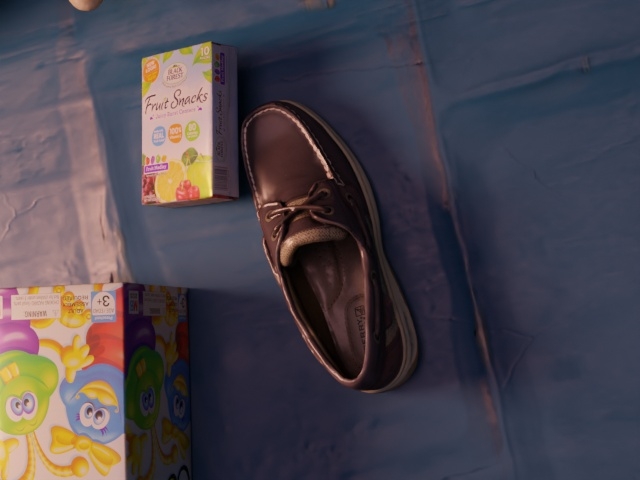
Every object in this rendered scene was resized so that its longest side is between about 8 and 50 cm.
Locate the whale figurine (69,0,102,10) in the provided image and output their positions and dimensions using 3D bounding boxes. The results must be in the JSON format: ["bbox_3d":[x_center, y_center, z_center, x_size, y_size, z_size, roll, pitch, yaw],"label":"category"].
[{"bbox_3d":[-0.175,-0.347,1.056,0.216,0.141,0.272,34,97,-22],"label":"whale figurine"}]

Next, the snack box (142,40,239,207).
[{"bbox_3d":[-0.122,-0.104,1.065,0.100,0.037,0.141,-4,85,41],"label":"snack box"}]

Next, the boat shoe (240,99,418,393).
[{"bbox_3d":[0.000,0.000,1.013,0.103,0.092,0.285,-24,79,15],"label":"boat shoe"}]

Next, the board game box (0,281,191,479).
[{"bbox_3d":[-0.207,0.180,1.034,0.144,0.142,0.275,-4,85,16],"label":"board game box"}]
